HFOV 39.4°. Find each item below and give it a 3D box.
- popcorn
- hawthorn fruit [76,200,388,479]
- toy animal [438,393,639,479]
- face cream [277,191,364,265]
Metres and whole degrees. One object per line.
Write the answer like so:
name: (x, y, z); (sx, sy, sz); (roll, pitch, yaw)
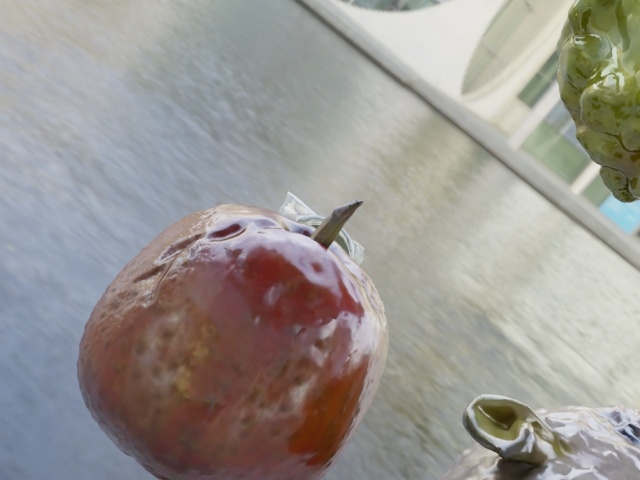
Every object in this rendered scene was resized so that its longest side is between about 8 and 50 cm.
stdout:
popcorn: (0.309, -0.101, 0.611); (0.241, 0.235, 0.250); (13, 1, -37)
hawthorn fruit: (-0.040, 0.053, 0.544); (0.179, 0.200, 0.179); (35, 13, -9)
toy animal: (0.158, 0.235, 0.527); (0.226, 0.188, 0.358); (19, 34, -1)
face cream: (0.000, 0.000, 0.967); (0.114, 0.070, 0.224); (37, 9, -5)
